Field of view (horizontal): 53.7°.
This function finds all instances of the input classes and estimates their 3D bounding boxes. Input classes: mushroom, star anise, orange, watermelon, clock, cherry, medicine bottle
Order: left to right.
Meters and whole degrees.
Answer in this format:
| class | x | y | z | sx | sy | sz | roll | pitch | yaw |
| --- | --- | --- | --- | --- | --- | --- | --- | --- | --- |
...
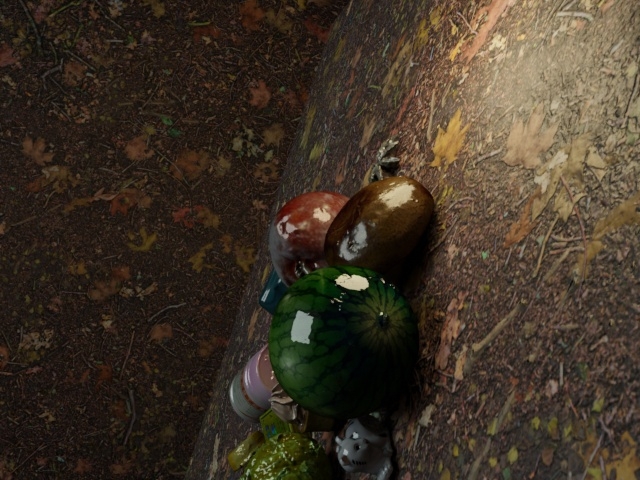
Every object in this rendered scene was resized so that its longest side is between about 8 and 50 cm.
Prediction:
| class | x | y | z | sx | sy | sz | roll | pitch | yaw |
| --- | --- | --- | --- | --- | --- | --- | --- | --- | --- |
| medicine bottle | -0.169 | 0.473 | 2.106 | 0.316 | 0.202 | 0.202 | 128 | 157 | -52 |
| orange | -0.091 | 0.636 | 1.587 | 0.301 | 0.223 | 0.300 | 173 | 110 | -73 |
| cherry | 0.000 | 0.012 | 1.933 | 0.335 | 0.291 | 0.326 | -15 | -67 | -61 |
| watermelon | 0.048 | 0.217 | 1.390 | 0.363 | 0.363 | 0.363 | -161 | 90 | -76 |
| clock | 0.086 | 0.438 | 1.365 | 0.080 | 0.117 | 0.176 | -62 | 10 | 18 |
| mushroom | 0.143 | -0.026 | 1.598 | 0.345 | 0.239 | 0.345 | -28 | 45 | 32 |
| star anise | 0.195 | -0.229 | 1.949 | 0.181 | 0.061 | 0.205 | -109 | 41 | -67 |

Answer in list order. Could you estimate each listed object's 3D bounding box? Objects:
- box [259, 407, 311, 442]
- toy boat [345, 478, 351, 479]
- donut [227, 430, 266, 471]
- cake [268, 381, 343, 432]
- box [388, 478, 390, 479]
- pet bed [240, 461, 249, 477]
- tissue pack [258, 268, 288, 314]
| class | x | y | z | sx | sy | sz | roll | pitch | yaw |
| --- | --- | --- | --- | --- | --- | --- | --- | --- | --- |
| box | -0.111 | 0.576 | 1.942 | 0.220 | 0.064 | 0.141 | -50 | 53 | 50 |
| toy boat | -0.027 | 0.643 | 1.380 | 0.291 | 0.067 | 0.220 | -42 | -18 | -5 |
| donut | -0.262 | 0.743 | 2.254 | 0.162 | 0.065 | 0.178 | -38 | -9 | -47 |
| cake | -0.045 | 0.418 | 1.682 | 0.207 | 0.178 | 0.185 | -173 | 85 | -67 |
| box | 0.136 | 0.526 | 1.297 | 0.083 | 0.012 | 0.046 | -109 | 42 | -68 |
| pet bed | -0.248 | 0.861 | 2.198 | 0.201 | 0.053 | 0.201 | -162 | 90 | -76 |
| tissue pack | -0.072 | 0.167 | 2.171 | 0.287 | 0.206 | 0.198 | -44 | 21 | 57 |
